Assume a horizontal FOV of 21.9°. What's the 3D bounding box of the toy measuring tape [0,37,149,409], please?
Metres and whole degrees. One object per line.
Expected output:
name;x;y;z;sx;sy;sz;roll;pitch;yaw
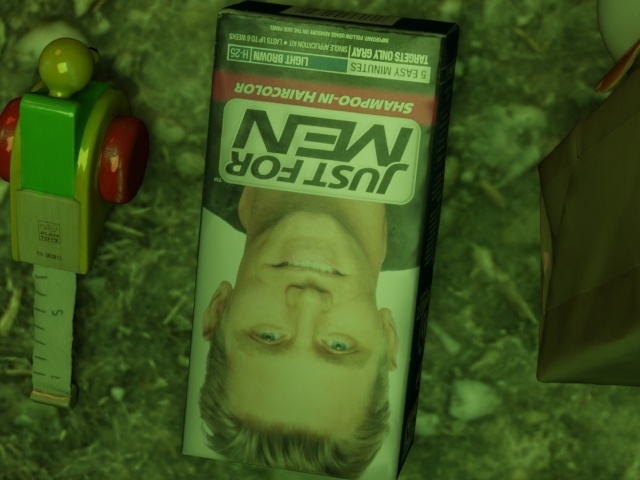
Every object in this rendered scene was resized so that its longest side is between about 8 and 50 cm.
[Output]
toy measuring tape;-0.197;-0.020;1.321;0.121;0.121;0.330;11;126;7

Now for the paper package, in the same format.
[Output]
paper package;0.326;0.005;1.058;0.325;0.309;0.168;3;77;-7

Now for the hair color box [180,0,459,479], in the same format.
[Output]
hair color box;0.000;0.000;1.272;0.174;0.105;0.347;7;103;9

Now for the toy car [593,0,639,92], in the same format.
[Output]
toy car;0.248;-0.157;1.101;0.238;0.210;0.219;-36;84;-29
